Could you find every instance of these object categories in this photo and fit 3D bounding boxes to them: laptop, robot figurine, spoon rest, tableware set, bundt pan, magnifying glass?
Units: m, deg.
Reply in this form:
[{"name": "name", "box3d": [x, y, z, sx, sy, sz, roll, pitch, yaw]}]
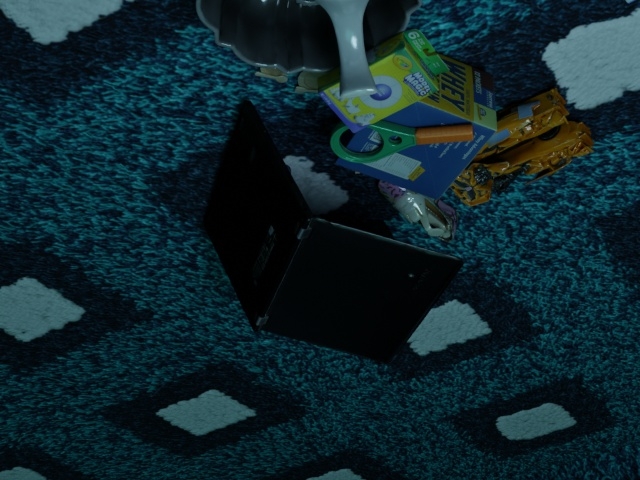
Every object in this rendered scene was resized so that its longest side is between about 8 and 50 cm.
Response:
[{"name": "laptop", "box3d": [0.000, 0.000, 1.900, 0.236, 0.408, 0.382, -15, 153, -28]}, {"name": "robot figurine", "box3d": [0.338, -0.159, 1.922, 0.291, 0.085, 0.211, -27, 136, 27]}, {"name": "spoon rest", "box3d": [0.034, -0.332, 1.444, 0.137, 0.084, 0.276, -8, 132, 0]}, {"name": "tableware set", "box3d": [-0.018, -0.302, 1.724, 0.141, 0.020, 0.168, 14, 140, -26]}, {"name": "bundt pan", "box3d": [-0.020, -0.397, 1.500, 0.331, 0.124, 0.330, -4, 146, -3]}, {"name": "magnifying glass", "box3d": [0.130, -0.167, 1.688, 0.231, 0.026, 0.092, -2, 140, 12]}]

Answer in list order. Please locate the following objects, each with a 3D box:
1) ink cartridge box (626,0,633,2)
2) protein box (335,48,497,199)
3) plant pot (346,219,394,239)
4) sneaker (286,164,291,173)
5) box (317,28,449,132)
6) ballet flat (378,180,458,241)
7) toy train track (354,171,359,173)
[{"name": "ink cartridge box", "box3d": [0.470, -0.423, 1.540, 0.089, 0.122, 0.052, -26, 137, 24]}, {"name": "protein box", "box3d": [0.158, -0.203, 1.765, 0.201, 0.136, 0.200, 18, 139, -17]}, {"name": "plant pot", "box3d": [0.086, 0.068, 2.136, 0.188, 0.167, 0.188, -10, 144, 5]}, {"name": "sneaker", "box3d": [-0.095, -0.090, 1.978, 0.053, 0.059, 0.144, 13, 140, -22]}, {"name": "box", "box3d": [0.097, -0.242, 1.586, 0.179, 0.043, 0.105, -27, 133, 23]}, {"name": "ballet flat", "box3d": [0.199, -0.058, 2.050, 0.077, 0.079, 0.221, -29, 138, 31]}, {"name": "toy train track", "box3d": [0.068, -0.149, 1.958, 0.048, 0.014, 0.083, -6, 144, 0]}]
